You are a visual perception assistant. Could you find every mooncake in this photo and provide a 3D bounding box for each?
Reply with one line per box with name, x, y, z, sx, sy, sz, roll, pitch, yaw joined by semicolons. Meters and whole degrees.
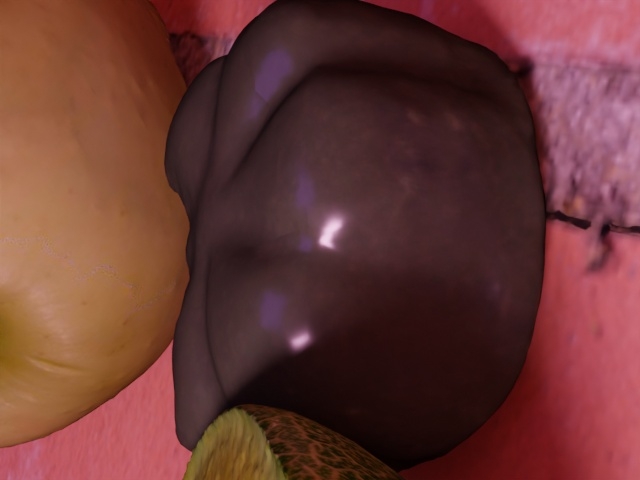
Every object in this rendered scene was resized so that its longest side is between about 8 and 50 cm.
mooncake;0.000;0.000;0.583;0.175;0.104;0.168;55;131;54

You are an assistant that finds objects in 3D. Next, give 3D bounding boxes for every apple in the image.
apple;-0.185;-0.033;0.775;0.279;0.279;0.279;-27;57;51

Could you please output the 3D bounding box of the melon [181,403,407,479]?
melon;0.004;0.165;0.506;0.169;0.129;0.265;-108;33;-63
